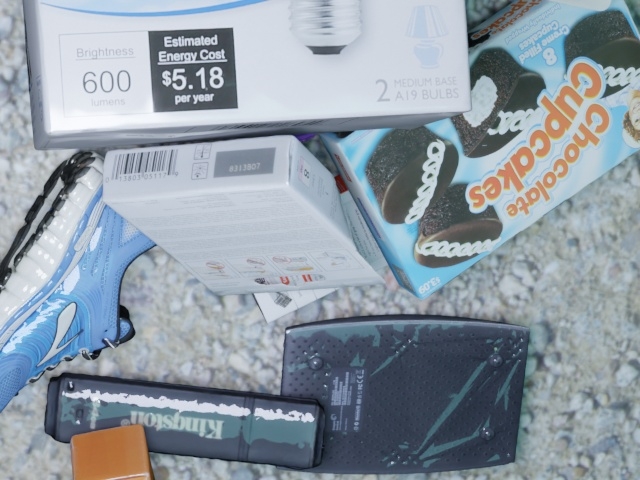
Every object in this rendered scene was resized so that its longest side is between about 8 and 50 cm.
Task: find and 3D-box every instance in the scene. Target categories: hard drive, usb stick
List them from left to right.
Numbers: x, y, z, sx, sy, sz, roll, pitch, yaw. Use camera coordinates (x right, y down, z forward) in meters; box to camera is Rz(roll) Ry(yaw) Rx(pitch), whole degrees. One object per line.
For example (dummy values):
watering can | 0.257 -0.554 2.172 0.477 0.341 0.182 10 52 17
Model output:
usb stick | -0.132 0.179 1.890 0.278 0.045 0.077 7 110 -2
hard drive | 0.080 0.153 1.954 0.254 0.054 0.172 0 110 -12

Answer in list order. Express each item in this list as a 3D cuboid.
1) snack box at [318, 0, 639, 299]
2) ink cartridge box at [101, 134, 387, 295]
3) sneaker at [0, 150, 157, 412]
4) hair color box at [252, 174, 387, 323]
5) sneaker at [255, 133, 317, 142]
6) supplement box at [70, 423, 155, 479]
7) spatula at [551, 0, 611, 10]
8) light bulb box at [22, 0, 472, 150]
snack box | 0.176 -0.109 1.847 0.322 0.060 0.187 -35 115 -12
ink cartridge box | -0.064 -0.020 1.745 0.189 0.066 0.232 -4 159 24
sneaker | -0.254 0.085 1.811 0.147 0.130 0.330 32 100 -19
hair color box | 0.000 0.000 1.880 0.167 0.053 0.093 -26 113 -5
sneaker | -0.032 -0.191 1.774 0.095 0.104 0.236 -7 110 -9
supplement box | -0.189 0.294 1.896 0.080 0.078 0.233 -10 129 -4
spatula | 0.173 -0.317 1.787 0.242 0.019 0.168 13 82 -16
light bulb box | -0.076 -0.269 1.611 0.357 0.225 0.361 -5 90 -12
